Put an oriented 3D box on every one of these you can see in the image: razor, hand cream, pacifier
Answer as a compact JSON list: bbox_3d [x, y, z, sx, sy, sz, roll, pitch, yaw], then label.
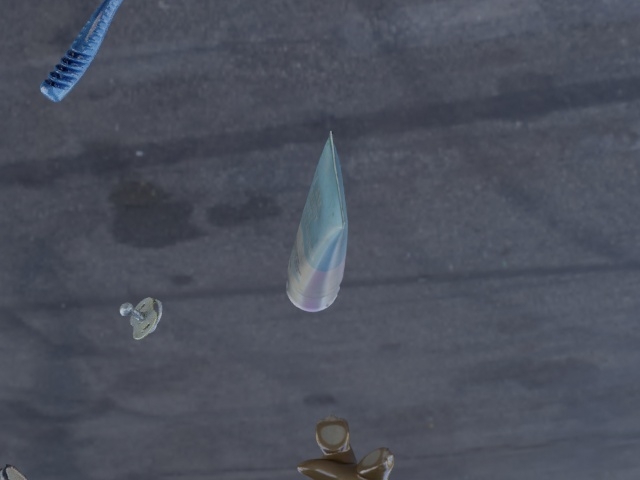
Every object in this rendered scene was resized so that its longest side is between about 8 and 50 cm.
[{"bbox_3d":[-0.274,-0.283,1.359,0.082,0.253,0.042,31,170,22],"label":"razor"},{"bbox_3d":[0.000,0.000,1.236,0.070,0.111,0.312,-4,155,-6],"label":"hand cream"},{"bbox_3d":[-0.297,0.119,1.742,0.064,0.083,0.068,32,110,-34],"label":"pacifier"}]

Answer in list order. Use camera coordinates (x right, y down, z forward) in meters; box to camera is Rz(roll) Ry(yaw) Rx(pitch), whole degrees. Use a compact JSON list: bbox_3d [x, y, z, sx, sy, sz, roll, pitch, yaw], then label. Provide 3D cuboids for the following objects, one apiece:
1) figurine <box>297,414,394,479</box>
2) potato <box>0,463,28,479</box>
[{"bbox_3d":[0.014,0.405,1.473,0.173,0.177,0.247,-19,117,-31],"label":"figurine"},{"bbox_3d":[-0.489,0.530,1.691,0.196,0.299,0.246,-34,-171,-11],"label":"potato"}]
